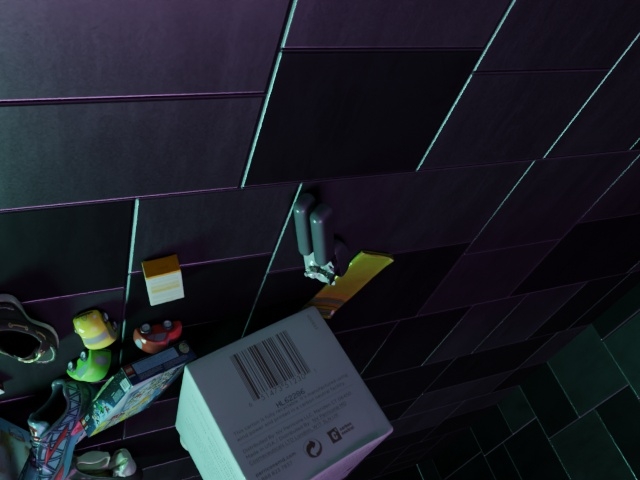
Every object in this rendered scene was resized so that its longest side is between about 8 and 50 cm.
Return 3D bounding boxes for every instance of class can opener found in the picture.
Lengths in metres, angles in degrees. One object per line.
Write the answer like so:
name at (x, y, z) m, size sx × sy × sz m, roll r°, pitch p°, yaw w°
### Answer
can opener at (0.000, 0.000, 1.244) m, size 0.093 × 0.074 × 0.280 m, roll -53°, pitch 159°, yaw -20°

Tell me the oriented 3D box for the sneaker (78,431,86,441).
sneaker at (-0.535, 0.420, 1.532) m, size 0.178 × 0.072 × 0.077 m, roll -35°, pitch 159°, yaw 30°

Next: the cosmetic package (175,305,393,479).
cosmetic package at (-0.102, 0.417, 1.494) m, size 0.329 × 0.327 × 0.394 m, roll -24°, pitch 157°, yaw -26°

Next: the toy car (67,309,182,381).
toy car at (-0.415, 0.223, 1.310) m, size 0.225 × 0.053 × 0.239 m, roll -39°, pitch 147°, yaw 25°

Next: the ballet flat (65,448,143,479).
ballet flat at (-0.573, 0.612, 1.793) m, size 0.096 × 0.095 × 0.280 m, roll -48°, pitch 144°, yaw 17°

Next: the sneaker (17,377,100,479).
sneaker at (-0.563, 0.399, 1.356) m, size 0.104 × 0.262 × 0.125 m, roll 9°, pitch 155°, yaw 30°

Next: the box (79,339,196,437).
box at (-0.372, 0.301, 1.349) m, size 0.159 × 0.044 × 0.233 m, roll -20°, pitch 159°, yaw -51°

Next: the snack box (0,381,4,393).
snack box at (-0.659, 0.257, 1.225) m, size 0.064 × 0.022 × 0.178 m, roll -22°, pitch 150°, yaw -4°

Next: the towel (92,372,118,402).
towel at (-0.405, 0.294, 1.412) m, size 0.110 × 0.027 × 0.148 m, roll -43°, pitch 168°, yaw 31°

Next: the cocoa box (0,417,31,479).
cocoa box at (-0.729, 0.544, 1.427) m, size 0.228 × 0.231 × 0.347 m, roll -20°, pitch 150°, yaw -5°

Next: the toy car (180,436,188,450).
toy car at (-0.288, 0.549, 1.838) m, size 0.182 × 0.136 × 0.159 m, roll 8°, pitch 138°, yaw -42°

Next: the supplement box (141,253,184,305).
supplement box at (-0.277, 0.070, 1.177) m, size 0.062 × 0.036 × 0.098 m, roll -14°, pitch 149°, yaw -17°

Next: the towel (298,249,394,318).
towel at (0.054, 0.102, 1.476) m, size 0.102 × 0.021 × 0.237 m, roll 7°, pitch 138°, yaw -43°

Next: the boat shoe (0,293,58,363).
boat shoe at (-0.514, 0.172, 1.143) m, size 0.081 × 0.069 × 0.228 m, roll -20°, pitch 150°, yaw -6°
